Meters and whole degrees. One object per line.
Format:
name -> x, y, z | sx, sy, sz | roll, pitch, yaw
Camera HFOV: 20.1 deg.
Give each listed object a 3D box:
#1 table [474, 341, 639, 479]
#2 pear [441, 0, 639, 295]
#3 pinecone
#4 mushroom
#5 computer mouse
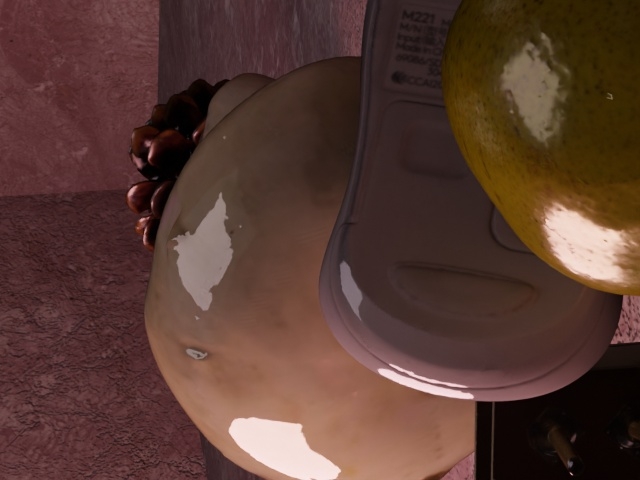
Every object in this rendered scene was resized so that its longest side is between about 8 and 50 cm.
table -> 0.159, 0.190, 1.038 | 0.111, 0.121, 0.240 | -122, 29, -70
pear -> 0.153, -0.073, 0.837 | 0.198, 0.198, 0.198 | 176, 90, -79
pinecone -> -0.074, -0.037, 1.949 | 0.292, 0.246, 0.246 | 47, 144, 43
mushroom -> 0.000, 0.000, 1.241 | 0.336, 0.314, 0.314 | -135, 40, -53
computer mouse -> 0.102, -0.047, 1.017 | 0.121, 0.184, 0.297 | 70, -153, -66
